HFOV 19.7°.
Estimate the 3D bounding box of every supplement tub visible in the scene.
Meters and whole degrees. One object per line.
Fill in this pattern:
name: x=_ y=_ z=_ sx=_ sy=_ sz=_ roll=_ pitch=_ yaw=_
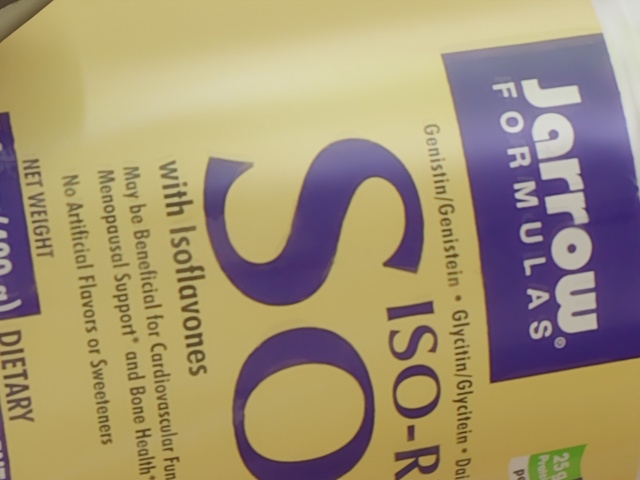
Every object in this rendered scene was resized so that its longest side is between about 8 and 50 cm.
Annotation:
supplement tub: x=0.000 y=0.000 z=0.627 sx=0.241 sy=0.331 sz=0.241 roll=171 pitch=90 yaw=-79

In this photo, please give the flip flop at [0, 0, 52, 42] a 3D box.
flip flop: x=-0.113 y=-0.022 z=0.389 sx=0.277 sy=0.112 sz=0.080 roll=-86 pitch=5 yaw=-58
